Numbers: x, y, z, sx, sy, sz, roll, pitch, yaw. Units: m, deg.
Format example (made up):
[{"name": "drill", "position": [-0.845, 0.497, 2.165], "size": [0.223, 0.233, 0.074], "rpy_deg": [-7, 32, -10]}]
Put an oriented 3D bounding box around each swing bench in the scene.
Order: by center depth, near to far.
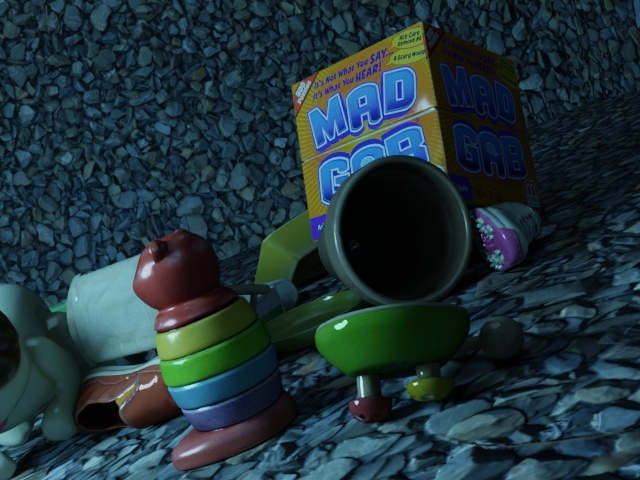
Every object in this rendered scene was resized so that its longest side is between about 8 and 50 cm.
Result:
[{"name": "swing bench", "position": [-0.265, 0.141, 1.402], "size": [0.253, 0.165, 0.254], "rpy_deg": [-18, -31, 41]}]

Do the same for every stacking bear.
[{"name": "stacking bear", "position": [-0.155, 0.127, 1.096], "size": [0.164, 0.289, 0.175], "rpy_deg": [-20, 7, 25]}]

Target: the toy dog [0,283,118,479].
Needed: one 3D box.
[{"name": "toy dog", "position": [-0.560, 0.205, 1.418], "size": [0.284, 0.395, 0.408], "rpy_deg": [-20, -1, 0]}]

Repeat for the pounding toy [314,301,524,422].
[{"name": "pounding toy", "position": [0.111, 0.151, 0.961], "size": [0.237, 0.110, 0.183], "rpy_deg": [8, -24, -33]}]

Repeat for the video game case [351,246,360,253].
[{"name": "video game case", "position": [0.166, 0.007, 2.168], "size": [0.183, 0.023, 0.201], "rpy_deg": [-17, 7, 40]}]

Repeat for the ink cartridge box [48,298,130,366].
[{"name": "ink cartridge box", "position": [-0.483, 0.205, 1.912], "size": [0.289, 0.211, 0.121], "rpy_deg": [-26, 7, -23]}]

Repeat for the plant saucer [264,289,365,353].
[{"name": "plant saucer", "position": [-0.020, 0.155, 1.524], "size": [0.241, 0.037, 0.241], "rpy_deg": [-22, 7, 3]}]

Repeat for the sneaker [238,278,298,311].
[{"name": "sneaker", "position": [-0.210, 0.166, 1.834], "size": [0.292, 0.108, 0.169], "rpy_deg": [-15, 0, -33]}]

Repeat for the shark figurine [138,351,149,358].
[{"name": "shark figurine", "position": [-0.361, 0.219, 1.784], "size": [0.278, 0.166, 0.116], "rpy_deg": [24, -28, -34]}]

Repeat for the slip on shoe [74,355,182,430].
[{"name": "slip on shoe", "position": [-0.276, 0.258, 1.336], "size": [0.331, 0.123, 0.101], "rpy_deg": [-13, 43, 33]}]

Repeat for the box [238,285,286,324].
[{"name": "box", "position": [-0.140, 0.157, 1.693], "size": [0.102, 0.087, 0.101], "rpy_deg": [-18, 8, 35]}]

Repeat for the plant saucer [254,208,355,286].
[{"name": "plant saucer", "position": [0.000, 0.000, 2.029], "size": [0.332, 0.081, 0.333], "rpy_deg": [-33, -14, -19]}]

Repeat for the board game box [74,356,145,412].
[{"name": "board game box", "position": [-0.422, 0.297, 1.704], "size": [0.181, 0.043, 0.092], "rpy_deg": [-23, 6, -6]}]

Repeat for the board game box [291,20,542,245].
[{"name": "board game box", "position": [0.204, -0.196, 1.761], "size": [0.356, 0.356, 0.356], "rpy_deg": [-18, -14, 40]}]

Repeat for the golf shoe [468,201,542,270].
[{"name": "golf shoe", "position": [0.337, -0.025, 1.470], "size": [0.140, 0.115, 0.306], "rpy_deg": [-19, 8, 2]}]

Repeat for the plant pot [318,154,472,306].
[{"name": "plant pot", "position": [0.103, 0.000, 1.469], "size": [0.263, 0.263, 0.229], "rpy_deg": [-25, 1, -24]}]

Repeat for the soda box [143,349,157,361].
[{"name": "soda box", "position": [-0.281, 0.195, 1.631], "size": [0.183, 0.063, 0.058], "rpy_deg": [-58, 20, -21]}]
